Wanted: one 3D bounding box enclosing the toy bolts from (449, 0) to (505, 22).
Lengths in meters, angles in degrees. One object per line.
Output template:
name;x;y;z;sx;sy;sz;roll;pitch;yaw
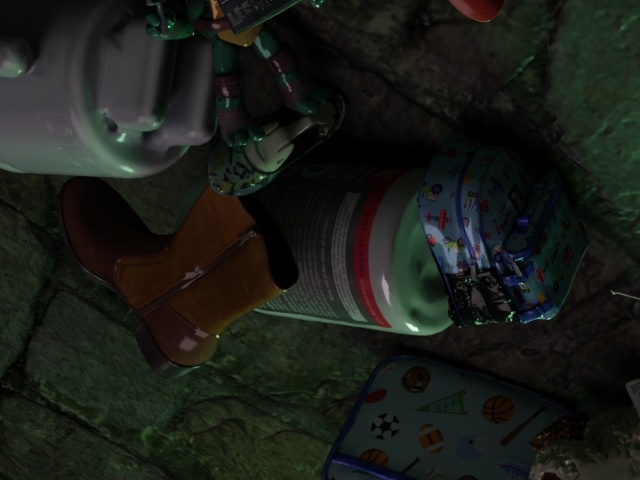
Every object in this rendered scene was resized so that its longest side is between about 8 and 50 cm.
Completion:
toy bolts;0.118;-0.309;1.385;0.218;0.158;0.228;-32;111;16

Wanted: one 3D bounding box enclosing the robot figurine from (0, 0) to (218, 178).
robot figurine;-0.259;-0.168;1.877;0.353;0.199;0.300;4;170;42

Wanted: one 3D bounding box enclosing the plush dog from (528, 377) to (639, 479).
plush dog;0.370;0.247;2.028;0.262;0.210;0.225;29;173;-6

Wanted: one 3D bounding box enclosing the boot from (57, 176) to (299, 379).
boot;-0.160;-0.007;1.894;0.264;0.096;0.280;63;145;13

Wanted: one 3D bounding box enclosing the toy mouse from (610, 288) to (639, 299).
toy mouse;0.401;0.077;1.825;0.161;0.031;0.143;40;152;-19

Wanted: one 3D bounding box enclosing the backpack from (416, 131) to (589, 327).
backpack;0.173;-0.020;1.764;0.117;0.158;0.173;-3;127;36

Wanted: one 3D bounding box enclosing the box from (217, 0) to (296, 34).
box;-0.061;-0.281;1.504;0.183;0.059;0.233;63;163;-6

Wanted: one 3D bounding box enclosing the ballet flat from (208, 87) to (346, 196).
ballet flat;-0.039;-0.106;1.801;0.070;0.188;0.070;21;130;27

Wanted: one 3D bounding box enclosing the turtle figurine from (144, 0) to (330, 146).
turtle figurine;-0.078;-0.216;1.713;0.118;0.175;0.234;-109;0;-59

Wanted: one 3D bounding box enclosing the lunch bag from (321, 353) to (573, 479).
lunch bag;0.167;0.284;2.186;0.303;0.243;0.115;17;151;26

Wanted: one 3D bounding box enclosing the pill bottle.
pill bottle;0.000;0.000;1.935;0.319;0.176;0.176;6;145;39
